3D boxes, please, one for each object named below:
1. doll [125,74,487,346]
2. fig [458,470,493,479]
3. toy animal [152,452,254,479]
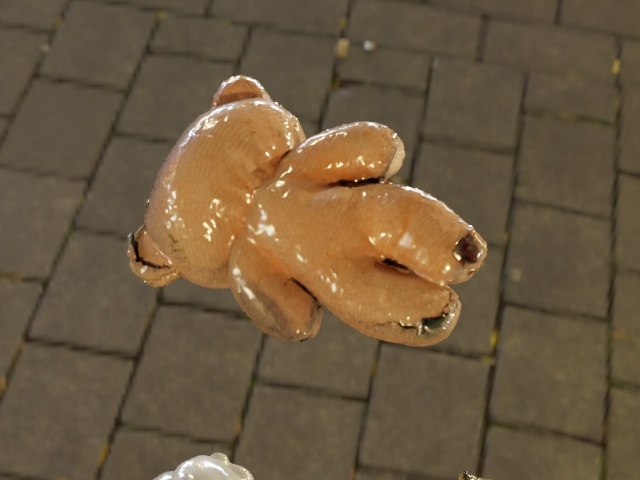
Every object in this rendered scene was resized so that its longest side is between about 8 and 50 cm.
[{"bbox_3d":[0.000,0.000,1.445,0.303,0.156,0.201,26,78,25],"label":"doll"},{"bbox_3d":[0.143,0.234,1.347,0.124,0.236,0.124,-9,45,9],"label":"fig"},{"bbox_3d":[-0.069,0.255,1.237,0.271,0.206,0.265,17,-9,-31],"label":"toy animal"}]
